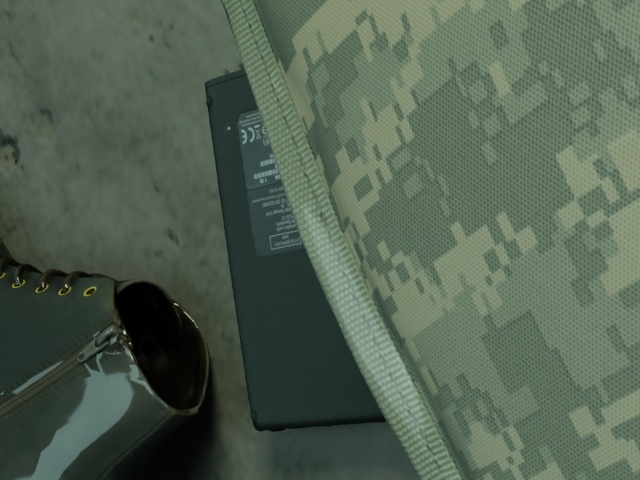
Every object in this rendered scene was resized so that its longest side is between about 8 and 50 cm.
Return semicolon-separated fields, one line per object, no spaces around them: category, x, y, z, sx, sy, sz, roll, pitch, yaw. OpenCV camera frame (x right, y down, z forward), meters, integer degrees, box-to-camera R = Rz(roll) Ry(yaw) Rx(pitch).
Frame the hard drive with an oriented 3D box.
hard drive;0.000;0.000;0.665;0.094;0.022;0.135;-11;86;50

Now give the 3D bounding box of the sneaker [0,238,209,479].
sneaker;-0.118;0.030;0.784;0.118;0.083;0.222;-46;51;21

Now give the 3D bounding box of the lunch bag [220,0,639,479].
lunch bag;0.133;0.000;0.393;0.235;0.169;0.287;-36;68;46
